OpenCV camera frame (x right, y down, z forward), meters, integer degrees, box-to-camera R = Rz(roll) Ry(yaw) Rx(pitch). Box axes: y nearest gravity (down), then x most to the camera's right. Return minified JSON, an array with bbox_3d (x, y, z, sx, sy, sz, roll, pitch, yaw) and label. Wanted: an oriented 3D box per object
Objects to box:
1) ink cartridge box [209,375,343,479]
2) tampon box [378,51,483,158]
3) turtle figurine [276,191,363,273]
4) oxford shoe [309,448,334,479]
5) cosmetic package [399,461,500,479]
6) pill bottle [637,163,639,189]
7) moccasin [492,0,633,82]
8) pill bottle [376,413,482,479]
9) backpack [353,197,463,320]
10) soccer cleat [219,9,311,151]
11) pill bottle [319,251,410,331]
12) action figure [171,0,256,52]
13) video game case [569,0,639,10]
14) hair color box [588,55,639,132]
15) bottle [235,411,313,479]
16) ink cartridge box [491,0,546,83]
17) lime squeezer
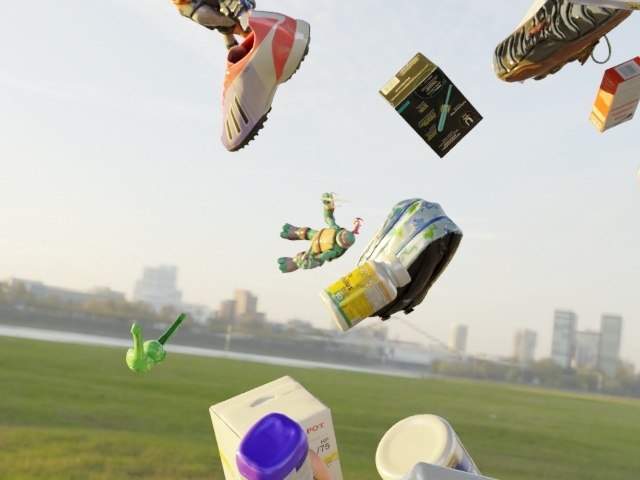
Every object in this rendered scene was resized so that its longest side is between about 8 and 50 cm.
[{"bbox_3d":[-0.087,0.466,1.984,0.198,0.270,0.197,-19,22,-23],"label":"ink cartridge box"},{"bbox_3d":[0.219,-0.269,1.873,0.161,0.120,0.101,42,10,-31],"label":"tampon box"},{"bbox_3d":[0.000,0.000,2.040,0.118,0.175,0.234,35,-31,-27],"label":"turtle figurine"},{"bbox_3d":[-0.002,0.594,1.820,0.140,0.397,0.146,-24,12,41],"label":"oxford shoe"},{"bbox_3d":[0.257,0.603,1.485,0.393,0.329,0.327,19,-52,-23],"label":"cosmetic package"},{"bbox_3d":[0.654,-0.094,1.739,0.121,0.216,0.121,1,-31,0],"label":"pill bottle"},{"bbox_3d":[0.521,-0.427,1.965,0.147,0.139,0.380,0,-19,-25],"label":"moccasin"},{"bbox_3d":[0.222,0.454,1.713,0.153,0.153,0.265,0,-46,43],"label":"pill bottle"},{"bbox_3d":[0.264,0.044,2.805,0.290,0.273,0.355,-10,-23,-40],"label":"backpack"},{"bbox_3d":[-0.129,-0.281,1.662,0.116,0.109,0.318,17,-40,-20],"label":"soccer cleat"},{"bbox_3d":[0.111,0.119,2.290,0.208,0.118,0.117,-33,-6,-4],"label":"pill bottle"},{"bbox_3d":[-0.203,-0.477,2.057,0.330,0.178,0.341,33,21,-37],"label":"action figure"},{"bbox_3d":[0.537,-0.489,1.486,0.269,0.244,0.061,17,8,38],"label":"video game case"},{"bbox_3d":[0.669,-0.325,2.104,0.093,0.053,0.167,-24,-31,-14],"label":"hair color box"},{"bbox_3d":[-0.066,0.390,1.519,0.092,0.118,0.283,28,-31,25],"label":"bottle"},{"bbox_3d":[0.537,-0.509,2.404,0.097,0.207,0.046,14,29,-38],"label":"ink cartridge box"},{"bbox_3d":[-0.343,0.205,1.885,0.058,0.110,0.310,8,1,9],"label":"lime squeezer"}]
